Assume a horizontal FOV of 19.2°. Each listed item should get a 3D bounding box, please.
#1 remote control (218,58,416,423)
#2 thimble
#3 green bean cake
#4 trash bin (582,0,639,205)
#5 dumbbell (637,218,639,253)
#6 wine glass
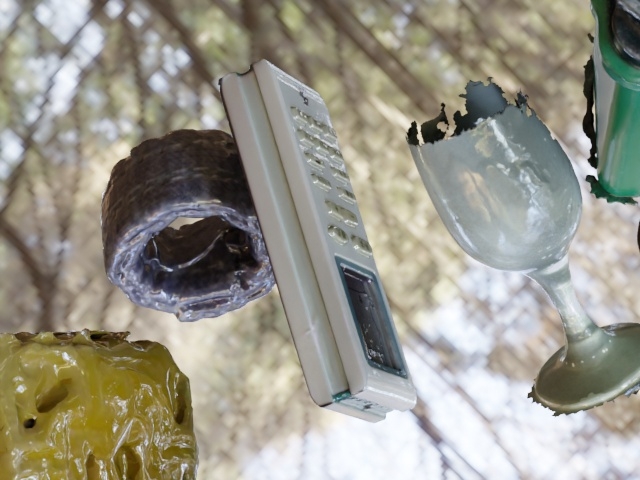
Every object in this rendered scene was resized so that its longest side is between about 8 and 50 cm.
[{"bbox_3d":[0.000,0.000,1.458,0.056,0.103,0.277,-25,-111,19],"label":"remote control"},{"bbox_3d":[-0.103,-0.014,1.549,0.150,0.150,0.097,-36,-140,22],"label":"thimble"},{"bbox_3d":[-0.182,0.168,1.223,0.131,0.224,0.229,-8,-99,33],"label":"green bean cake"},{"bbox_3d":[0.350,-0.207,1.691,0.381,0.259,0.295,91,0,-68],"label":"trash bin"},{"bbox_3d":[0.336,0.030,1.434,0.143,0.325,0.143,-20,-136,20],"label":"dumbbell"},{"bbox_3d":[0.198,0.006,1.769,0.143,0.321,0.143,-24,-156,11],"label":"wine glass"}]
